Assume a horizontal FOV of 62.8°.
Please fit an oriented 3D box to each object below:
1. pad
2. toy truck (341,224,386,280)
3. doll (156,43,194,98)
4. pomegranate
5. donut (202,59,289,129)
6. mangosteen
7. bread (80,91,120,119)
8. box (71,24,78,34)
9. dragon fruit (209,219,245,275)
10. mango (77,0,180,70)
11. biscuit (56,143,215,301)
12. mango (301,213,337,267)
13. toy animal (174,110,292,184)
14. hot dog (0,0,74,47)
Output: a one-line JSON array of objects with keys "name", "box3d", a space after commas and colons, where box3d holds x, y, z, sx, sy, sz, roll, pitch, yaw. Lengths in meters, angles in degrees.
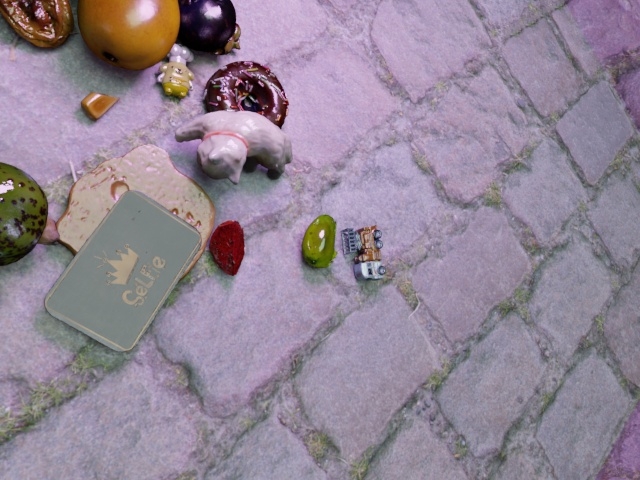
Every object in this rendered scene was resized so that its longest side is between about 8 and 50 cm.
[{"name": "pad", "box3d": [-0.449, 0.088, 1.316, 0.315, 0.063, 0.375, 36, 70, -19]}, {"name": "toy truck", "box3d": [0.139, 0.044, 1.693, 0.115, 0.080, 0.177, -4, 82, -23]}, {"name": "doll", "box3d": [-0.412, -0.490, 1.506, 0.106, 0.062, 0.162, 7, 76, -31]}, {"name": "pomegranate", "box3d": [-0.721, -0.053, 1.169, 0.271, 0.254, 0.254, 25, 69, -46]}, {"name": "donut", "box3d": [-0.215, -0.418, 1.576, 0.270, 0.103, 0.269, 6, 77, -26]}, {"name": "mangosteen", "box3d": [-0.322, -0.626, 1.526, 0.230, 0.194, 0.194, 37, 60, -57]}, {"name": "bread", "box3d": [-0.588, -0.372, 1.395, 0.103, 0.049, 0.062, -56, 141, -25]}, {"name": "box", "box3d": [-0.690, -0.588, 1.403, 0.046, 0.012, 0.083, -31, 97, -28]}, {"name": "dragon fruit", "box3d": [-0.263, 0.010, 1.490, 0.106, 0.083, 0.162, -53, 142, -67]}, {"name": "mango", "box3d": [-0.498, -0.619, 1.381, 0.264, 0.221, 0.377, -5, 62, 13]}, {"name": "biscuit", "box3d": [-0.478, -0.040, 1.386, 0.365, 0.062, 0.385, 50, 65, -14]}, {"name": "mango", "box3d": [-0.001, 0.000, 1.618, 0.119, 0.100, 0.178, 55, 44, -54]}, {"name": "toy animal", "box3d": [-0.202, -0.231, 1.470, 0.266, 0.188, 0.307, -36, 132, -1]}, {"name": "hot dog", "box3d": [-0.735, -0.607, 1.334, 0.160, 0.099, 0.227, -41, 95, -11]}]
